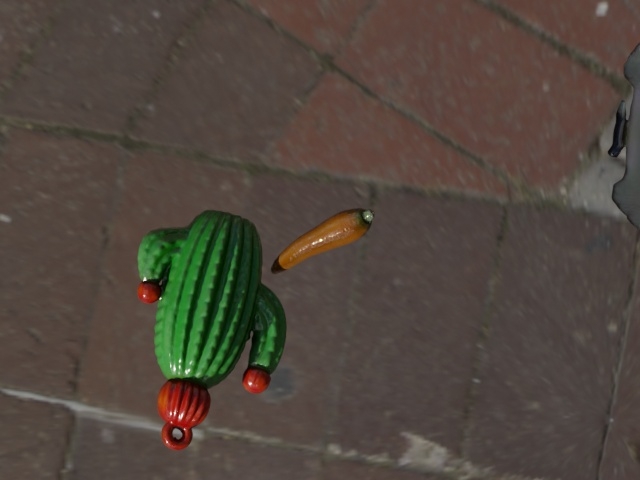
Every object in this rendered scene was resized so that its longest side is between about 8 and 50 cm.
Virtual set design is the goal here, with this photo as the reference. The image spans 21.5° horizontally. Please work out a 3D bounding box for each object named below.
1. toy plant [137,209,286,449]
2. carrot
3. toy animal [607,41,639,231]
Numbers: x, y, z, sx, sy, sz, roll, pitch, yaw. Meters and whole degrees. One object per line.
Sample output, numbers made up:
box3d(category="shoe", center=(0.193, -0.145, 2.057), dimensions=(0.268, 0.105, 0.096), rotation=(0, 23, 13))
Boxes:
box3d(category="toy plant", center=(-0.108, 0.087, 1.739), dimensions=(0.155, 0.088, 0.240), rotation=(-7, 80, -24))
box3d(category="carrot", center=(0.000, 0.000, 1.730), dimensions=(0.142, 0.035, 0.035), rotation=(-27, 79, 27))
box3d(category="toy animal", center=(0.374, -0.077, 1.339), dimensions=(0.267, 0.212, 0.212), rotation=(4, 83, -26))
